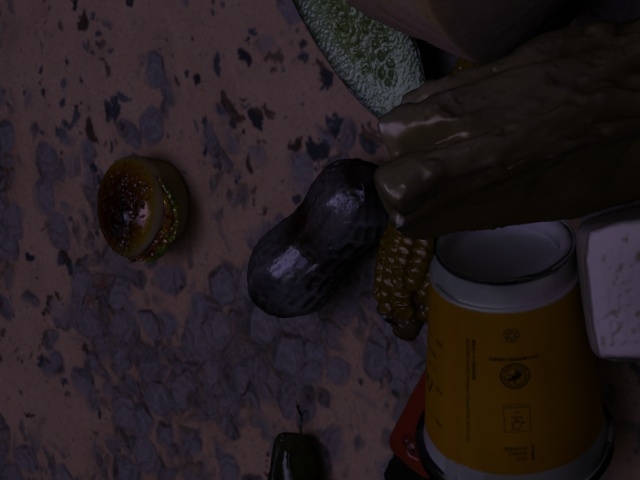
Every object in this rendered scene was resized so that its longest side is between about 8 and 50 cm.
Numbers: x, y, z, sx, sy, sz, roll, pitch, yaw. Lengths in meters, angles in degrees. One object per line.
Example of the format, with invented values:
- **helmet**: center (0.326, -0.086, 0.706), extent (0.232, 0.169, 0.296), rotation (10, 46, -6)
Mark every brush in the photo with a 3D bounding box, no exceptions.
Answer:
- **brush**: center (0.142, 0.155, 1.659), extent (0.070, 0.051, 0.323), rotation (42, 122, 31)

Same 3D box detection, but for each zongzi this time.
- **zongzi**: center (-0.052, 0.275, 1.857), extent (0.130, 0.062, 0.154), rotation (-26, 74, 53)

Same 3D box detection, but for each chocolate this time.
- **chocolate**: center (0.000, 0.000, 1.724), extent (0.110, 0.110, 0.248), rotation (55, 127, 21)

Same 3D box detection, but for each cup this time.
- **cup**: center (0.181, 0.115, 1.483), extent (0.196, 0.196, 0.279), rotation (21, 132, 38)

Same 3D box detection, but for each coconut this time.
- **coconut**: center (0.154, -0.317, 1.421), extent (0.329, 0.329, 0.328), rotation (9, 103, 41)

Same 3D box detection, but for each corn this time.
- **corn**: center (0.135, -0.044, 1.586), extent (0.119, 0.119, 0.321), rotation (31, 116, 34)

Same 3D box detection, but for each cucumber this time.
- **cucumber**: center (0.057, -0.219, 1.661), extent (0.115, 0.063, 0.243), rotation (-34, 74, 31)

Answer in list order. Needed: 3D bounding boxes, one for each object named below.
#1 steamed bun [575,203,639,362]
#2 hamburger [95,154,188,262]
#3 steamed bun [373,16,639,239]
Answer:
- **steamed bun**: center (0.352, 0.031, 1.366), extent (0.242, 0.164, 0.146), rotation (-4, 94, 20)
- **hamburger**: center (-0.223, -0.038, 1.930), extent (0.126, 0.081, 0.141), rotation (-41, 69, 38)
- **steamed bun**: center (0.231, -0.117, 1.368), extent (0.247, 0.428, 0.189), rotation (88, 163, -63)
